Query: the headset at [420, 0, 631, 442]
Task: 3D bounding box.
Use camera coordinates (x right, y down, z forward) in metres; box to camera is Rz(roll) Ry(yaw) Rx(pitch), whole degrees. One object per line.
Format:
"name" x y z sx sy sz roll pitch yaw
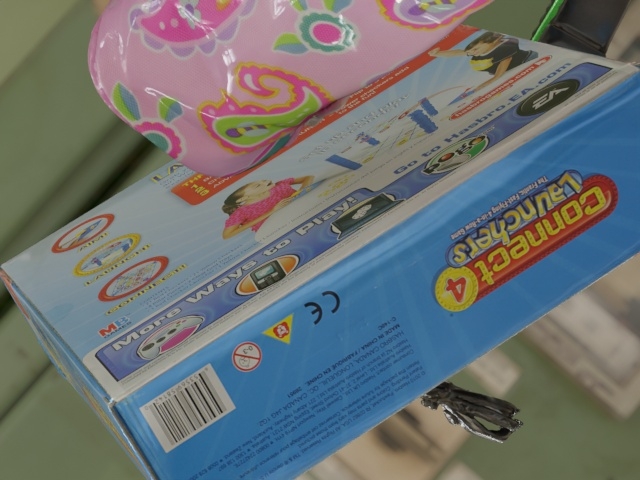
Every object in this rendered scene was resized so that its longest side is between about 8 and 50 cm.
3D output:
"headset" 0.165 -0.047 1.568 0.185 0.394 0.243 30 174 0

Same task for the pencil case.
"pencil case" 0.013 -0.127 0.904 0.124 0.124 0.284 43 137 -15

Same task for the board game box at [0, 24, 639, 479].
"board game box" 0.000 0.000 1.073 0.086 0.308 0.302 61 169 -19
